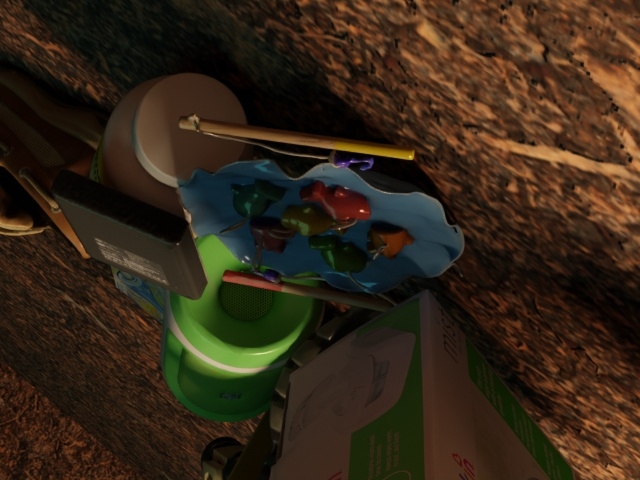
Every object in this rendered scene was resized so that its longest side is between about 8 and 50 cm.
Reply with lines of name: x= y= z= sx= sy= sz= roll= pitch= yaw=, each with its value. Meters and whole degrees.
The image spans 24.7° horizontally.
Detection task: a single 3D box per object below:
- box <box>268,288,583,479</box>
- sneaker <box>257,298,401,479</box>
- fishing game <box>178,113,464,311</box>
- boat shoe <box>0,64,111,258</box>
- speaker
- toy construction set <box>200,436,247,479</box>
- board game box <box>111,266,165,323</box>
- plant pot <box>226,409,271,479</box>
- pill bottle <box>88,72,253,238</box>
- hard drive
box: x=0.082 y=0.198 z=0.900 sx=0.231 sy=0.127 sz=0.262 roll=51 pitch=-162 yaw=-18
sneaker: x=0.007 y=0.168 z=1.117 sx=0.101 sy=0.267 sz=0.106 roll=29 pitch=-175 yaw=31
fishing game: x=0.000 y=0.000 z=0.934 sx=0.189 sy=0.041 sz=0.264 roll=11 pitch=158 yaw=3
boat shoe: x=-0.267 y=-0.069 z=1.322 sx=0.324 sy=0.120 sz=0.122 roll=22 pitch=154 yaw=48
speaker: x=-0.071 y=0.076 z=1.243 sx=0.131 sy=0.131 sz=0.296 roll=40 pitch=163 yaw=5
toy construction set: x=-0.027 y=0.306 z=1.479 sx=0.151 sy=0.328 sz=0.215 roll=9 pitch=101 yaw=47
board game box: x=-0.160 y=0.045 z=1.515 sx=0.136 sy=0.035 sz=0.201 roll=38 pitch=163 yaw=12
plant pot: x=0.032 y=0.229 z=1.295 sx=0.187 sy=0.212 sz=0.212 roll=32 pitch=164 yaw=-8
pill bottle: x=-0.104 y=-0.057 z=1.028 sx=0.103 sy=0.103 sz=0.184 roll=43 pitch=163 yaw=-3
hard drive: x=-0.128 y=-0.001 z=1.006 sx=0.094 sy=0.022 sz=0.135 roll=23 pitch=165 yaw=8
